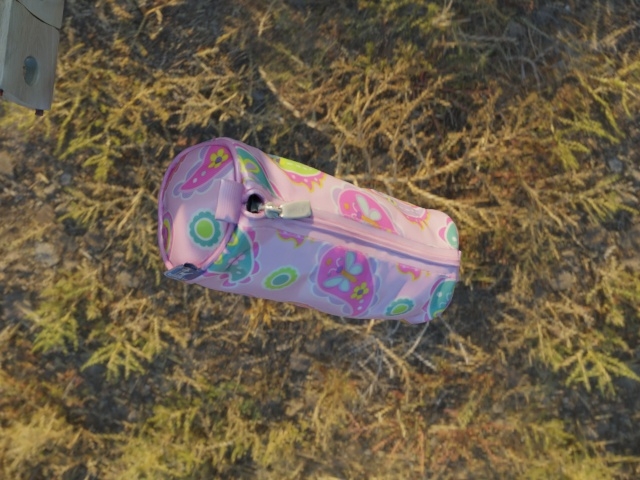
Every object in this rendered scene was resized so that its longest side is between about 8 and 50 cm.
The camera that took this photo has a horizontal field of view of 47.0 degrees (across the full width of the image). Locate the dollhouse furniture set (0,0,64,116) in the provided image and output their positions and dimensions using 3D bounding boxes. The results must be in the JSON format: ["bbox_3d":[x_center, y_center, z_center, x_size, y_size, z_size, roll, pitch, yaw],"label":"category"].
[{"bbox_3d":[-0.273,-0.167,0.473,0.129,0.184,0.129,4,86,10],"label":"dollhouse furniture set"}]

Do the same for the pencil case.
[{"bbox_3d":[0.000,0.000,0.637,0.284,0.124,0.124,16,128,-40],"label":"pencil case"}]
